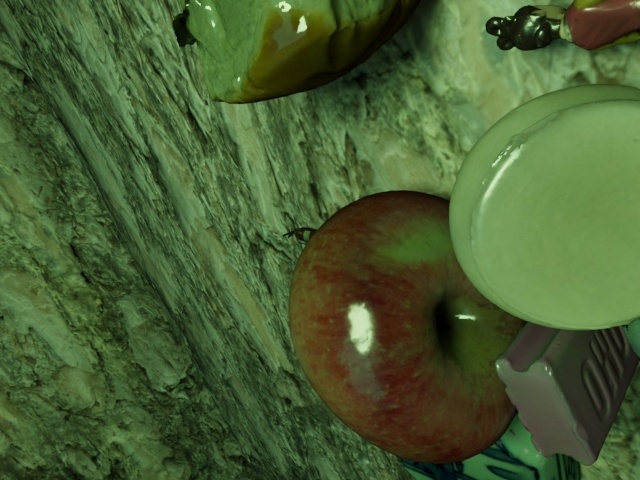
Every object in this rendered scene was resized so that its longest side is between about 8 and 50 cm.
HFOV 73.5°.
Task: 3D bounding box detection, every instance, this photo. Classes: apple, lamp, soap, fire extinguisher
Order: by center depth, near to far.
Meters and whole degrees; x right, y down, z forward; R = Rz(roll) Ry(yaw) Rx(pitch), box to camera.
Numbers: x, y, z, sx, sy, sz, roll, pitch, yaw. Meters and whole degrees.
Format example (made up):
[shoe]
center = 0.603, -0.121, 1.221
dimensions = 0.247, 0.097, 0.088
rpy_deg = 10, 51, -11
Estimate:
[lamp]
center = 0.269, -0.202, 0.329
dimensions = 0.253, 0.118, 0.118
rpy_deg = 17, 129, 45
[soap]
center = 0.289, 0.131, 0.484
dimensions = 0.065, 0.203, 0.122
rpy_deg = -21, 100, 54
[apple]
center = 0.107, 0.107, 0.587
dimensions = 0.345, 0.344, 0.269
rpy_deg = 60, 154, -6
[fire extinguisher]
center = 0.000, 0.000, 0.863
dimensions = 0.173, 0.035, 0.049
rpy_deg = 13, 165, 43

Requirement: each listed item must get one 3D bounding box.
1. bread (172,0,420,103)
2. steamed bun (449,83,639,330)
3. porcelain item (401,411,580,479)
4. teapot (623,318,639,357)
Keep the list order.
[bread]
center = -0.030, -0.287, 0.475
dimensions = 0.250, 0.279, 0.225
rpy_deg = 2, 133, 49
[steamed bun]
center = 0.247, -0.033, 0.430
dimensions = 0.231, 0.145, 0.232
rpy_deg = 4, 110, 11
[porcelain item]
center = 0.260, 0.334, 0.721
dimensions = 0.281, 0.157, 0.286
rpy_deg = 6, 123, 45
[teapot]
center = 0.390, 0.121, 0.441
dimensions = 0.111, 0.108, 0.149
rpy_deg = -7, 113, 49
